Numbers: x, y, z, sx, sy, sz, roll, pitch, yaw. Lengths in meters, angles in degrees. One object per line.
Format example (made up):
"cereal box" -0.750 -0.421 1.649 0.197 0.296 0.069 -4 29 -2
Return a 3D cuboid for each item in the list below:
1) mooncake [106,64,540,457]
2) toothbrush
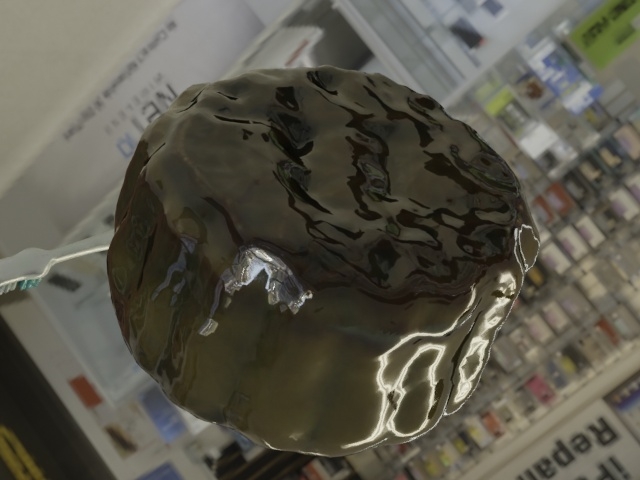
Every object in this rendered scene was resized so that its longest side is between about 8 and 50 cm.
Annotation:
"mooncake" 0.000 0.000 0.782 0.290 0.290 0.161 -29 149 -43
"toothbrush" -0.148 -0.016 1.148 0.418 0.042 0.040 -20 158 -34
